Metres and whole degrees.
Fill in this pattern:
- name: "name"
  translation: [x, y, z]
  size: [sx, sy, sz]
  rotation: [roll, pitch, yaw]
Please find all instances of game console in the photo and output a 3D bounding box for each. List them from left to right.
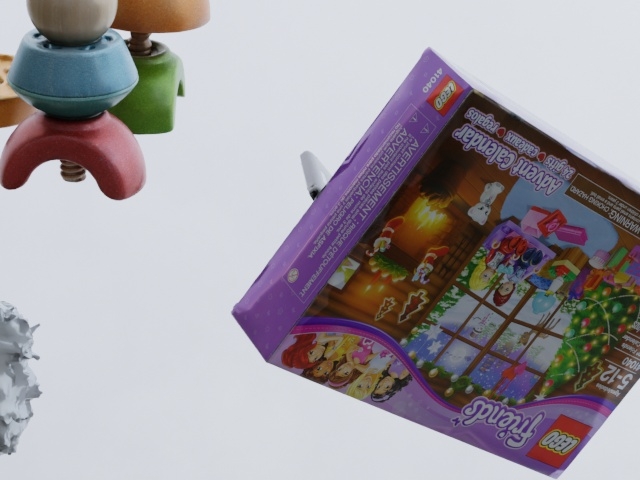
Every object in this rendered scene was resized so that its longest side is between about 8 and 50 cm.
- name: "game console"
  translation: [0.000, 0.000, 1.339]
  size: [0.071, 0.122, 0.107]
  rotation: [-38, -72, 8]

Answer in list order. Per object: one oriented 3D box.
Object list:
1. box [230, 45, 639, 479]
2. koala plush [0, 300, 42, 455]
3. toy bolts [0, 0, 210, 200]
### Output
- name: "box"
  translation: [0.112, 0.027, 1.049]
  size: [0.293, 0.057, 0.201]
  rotation: [25, -73, -41]
- name: "koala plush"
  translation: [-0.192, 0.109, 0.580]
  size: [0.196, 0.203, 0.221]
  rotation: [7, -86, 22]
- name: "toy bolts"
  translation: [-0.189, -0.146, 1.175]
  size: [0.218, 0.228, 0.158]
  rotation: [3, -64, -3]
